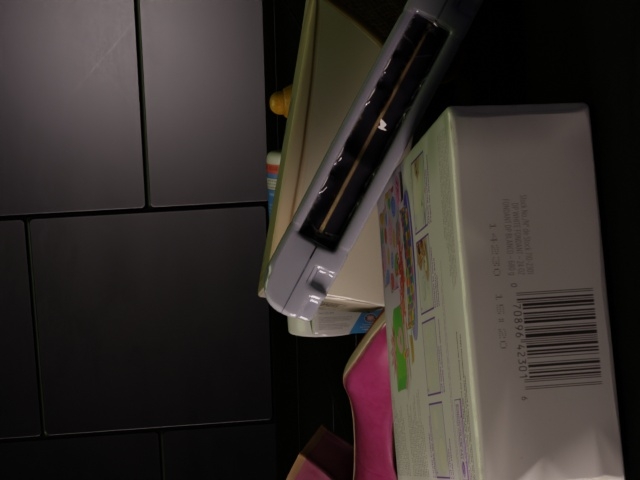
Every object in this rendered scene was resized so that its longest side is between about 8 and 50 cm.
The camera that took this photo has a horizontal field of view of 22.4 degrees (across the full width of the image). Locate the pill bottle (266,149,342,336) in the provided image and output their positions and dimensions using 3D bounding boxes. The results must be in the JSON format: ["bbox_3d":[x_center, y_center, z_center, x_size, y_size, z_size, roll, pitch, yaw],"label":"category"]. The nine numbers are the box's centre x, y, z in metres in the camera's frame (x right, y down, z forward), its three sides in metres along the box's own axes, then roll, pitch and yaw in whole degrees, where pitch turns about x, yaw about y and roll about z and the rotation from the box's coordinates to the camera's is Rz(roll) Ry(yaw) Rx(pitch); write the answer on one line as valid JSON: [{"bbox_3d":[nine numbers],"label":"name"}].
[{"bbox_3d":[0.000,0.000,1.943,0.124,0.124,0.221,-139,46,-81],"label":"pill bottle"}]

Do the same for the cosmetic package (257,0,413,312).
[{"bbox_3d":[0.023,-0.094,1.478,0.160,0.113,0.309,131,148,-82],"label":"cosmetic package"}]

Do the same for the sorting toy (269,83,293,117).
[{"bbox_3d":[-0.012,-0.252,1.921,0.127,0.126,0.365,94,169,-49],"label":"sorting toy"}]

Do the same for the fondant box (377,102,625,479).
[{"bbox_3d":[0.113,0.053,1.135,0.330,0.096,0.238,132,134,-80],"label":"fondant box"}]

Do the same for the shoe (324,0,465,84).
[{"bbox_3d":[0.037,-0.219,1.350,0.219,0.076,0.058,49,-168,-17],"label":"shoe"}]

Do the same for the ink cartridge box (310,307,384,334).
[{"bbox_3d":[0.031,0.042,1.852,0.052,0.088,0.122,-106,15,-74],"label":"ink cartridge box"}]

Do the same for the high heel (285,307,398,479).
[{"bbox_3d":[0.101,0.169,1.504,0.127,0.181,0.377,-50,-10,-43],"label":"high heel"}]

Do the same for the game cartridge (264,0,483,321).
[{"bbox_3d":[0.038,-0.079,1.252,0.294,0.060,0.196,-62,-2,0],"label":"game cartridge"}]
